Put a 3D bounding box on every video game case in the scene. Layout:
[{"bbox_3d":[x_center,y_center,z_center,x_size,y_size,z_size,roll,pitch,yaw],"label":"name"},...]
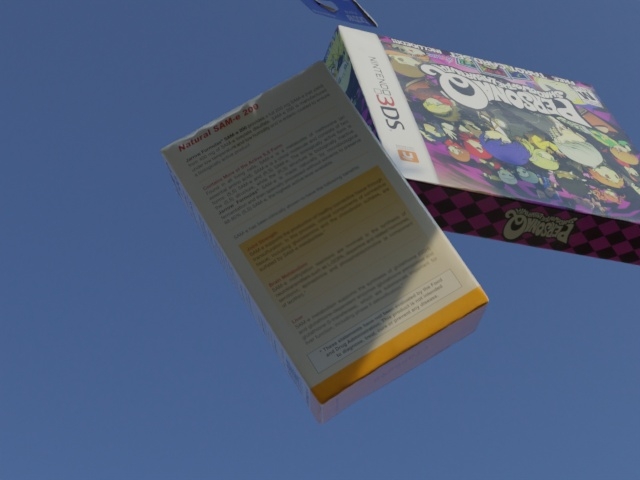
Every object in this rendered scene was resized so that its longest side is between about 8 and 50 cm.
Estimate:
[{"bbox_3d":[0.129,-0.072,0.758,0.232,0.210,0.042,10,-54,-17],"label":"video game case"}]

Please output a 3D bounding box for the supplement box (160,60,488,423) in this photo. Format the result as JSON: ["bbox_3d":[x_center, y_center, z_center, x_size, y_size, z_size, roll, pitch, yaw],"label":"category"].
[{"bbox_3d":[0.000,0.000,0.333,0.062,0.098,0.036,-30,-18,-10],"label":"supplement box"}]

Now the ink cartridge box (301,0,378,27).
[{"bbox_3d":[-0.059,-0.334,0.962,0.065,0.186,0.311,-44,-66,-4],"label":"ink cartridge box"}]
